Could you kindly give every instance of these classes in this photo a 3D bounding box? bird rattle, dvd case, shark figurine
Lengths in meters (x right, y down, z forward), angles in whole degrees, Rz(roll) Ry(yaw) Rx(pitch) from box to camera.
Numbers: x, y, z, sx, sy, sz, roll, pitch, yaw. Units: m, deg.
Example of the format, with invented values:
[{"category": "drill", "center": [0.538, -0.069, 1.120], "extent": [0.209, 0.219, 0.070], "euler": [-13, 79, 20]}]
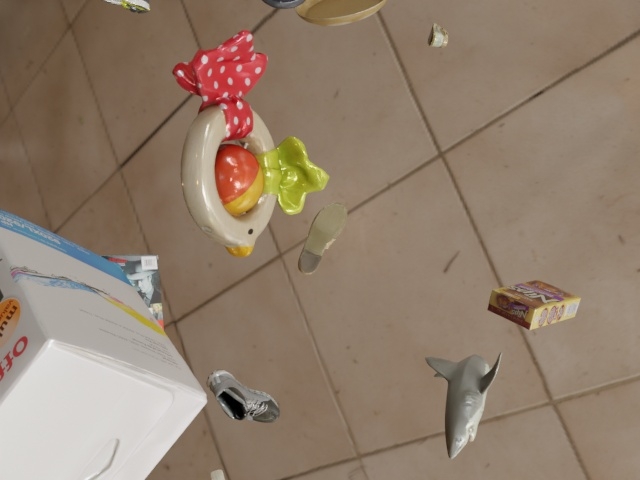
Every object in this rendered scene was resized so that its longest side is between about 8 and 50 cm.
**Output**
[{"category": "bird rattle", "center": [-0.092, -0.100, 0.791], "extent": [0.143, 0.254, 0.207], "euler": [4, 56, 19]}, {"category": "dvd case", "center": [-0.221, 0.076, 0.790], "extent": [0.013, 0.087, 0.120], "euler": [-7, 87, 33]}, {"category": "shark figurine", "center": [0.228, 0.223, 1.127], "extent": [0.116, 0.278, 0.166], "euler": [20, 102, 11]}]

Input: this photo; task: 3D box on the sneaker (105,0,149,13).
[{"category": "sneaker", "center": [-0.251, -0.313, 0.842], "extent": [0.031, 0.083, 0.035], "euler": [-6, 74, 44]}]

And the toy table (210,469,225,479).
[{"category": "toy table", "center": [-0.170, 0.610, 1.367], "extent": [0.252, 0.274, 0.161], "euler": [50, 153, 36]}]

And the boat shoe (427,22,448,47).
[{"category": "boat shoe", "center": [0.293, -0.503, 1.675], "extent": [0.045, 0.135, 0.050], "euler": [16, 122, 0]}]

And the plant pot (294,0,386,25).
[{"category": "plant pot", "center": [0.055, -0.576, 1.649], "extent": [0.236, 0.236, 0.032], "euler": [23, 141, 37]}]

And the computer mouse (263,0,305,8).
[{"category": "computer mouse", "center": [-0.022, -0.536, 1.272], "extent": [0.188, 0.272, 0.072], "euler": [44, 171, -11]}]

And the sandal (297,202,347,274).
[{"category": "sandal", "center": [-0.006, -0.003, 1.994], "extent": [0.088, 0.240, 0.079], "euler": [30, 161, -7]}]

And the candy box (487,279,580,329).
[{"category": "candy box", "center": [0.459, 0.135, 1.449], "extent": [0.109, 0.186, 0.053], "euler": [27, 115, 43]}]

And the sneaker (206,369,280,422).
[{"category": "sneaker", "center": [-0.187, 0.425, 1.702], "extent": [0.086, 0.228, 0.132], "euler": [-52, 25, 4]}]

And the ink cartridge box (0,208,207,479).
[{"category": "ink cartridge box", "center": [-0.251, 0.113, 0.600], "extent": [0.171, 0.168, 0.232], "euler": [-52, 46, 2]}]
